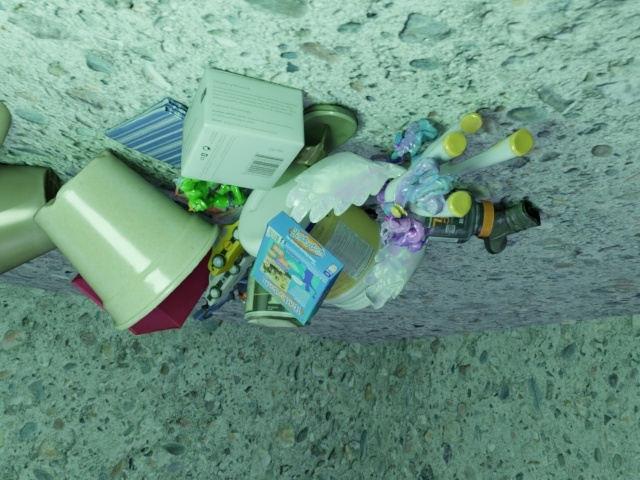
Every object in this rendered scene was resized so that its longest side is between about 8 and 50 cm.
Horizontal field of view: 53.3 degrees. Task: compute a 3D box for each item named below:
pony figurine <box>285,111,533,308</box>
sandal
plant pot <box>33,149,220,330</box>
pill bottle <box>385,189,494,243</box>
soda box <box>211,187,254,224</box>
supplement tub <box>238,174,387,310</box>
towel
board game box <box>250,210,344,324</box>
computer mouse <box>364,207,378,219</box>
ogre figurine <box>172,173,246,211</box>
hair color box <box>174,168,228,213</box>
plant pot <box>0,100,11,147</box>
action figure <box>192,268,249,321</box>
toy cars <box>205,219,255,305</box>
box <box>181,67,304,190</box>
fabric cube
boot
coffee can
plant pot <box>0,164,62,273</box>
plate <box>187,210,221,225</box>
[{"bbox_3d":[0.164,-0.087,1.189,0.303,0.351,0.363,52,156,-9],"label":"pony figurine"},{"bbox_3d":[-0.030,-0.167,1.271,0.120,0.086,0.302,15,146,-33],"label":"sandal"},{"bbox_3d":[-0.452,-0.021,1.438,0.305,0.334,0.333,47,146,-17],"label":"plant pot"},{"bbox_3d":[0.285,-0.061,1.527,0.245,0.131,0.130,4,163,-2],"label":"pill bottle"},{"bbox_3d":[-0.212,-0.091,1.642,0.058,0.063,0.183,15,160,-35],"label":"soda box"},{"bbox_3d":[0.000,0.000,1.475,0.241,0.241,0.331,-12,141,42],"label":"supplement tub"},{"bbox_3d":[-0.254,-0.198,1.363,0.243,0.040,0.335,-10,157,44],"label":"towel"},{"bbox_3d":[-0.052,0.059,1.251,0.160,0.047,0.210,42,147,10],"label":"board game box"},{"bbox_3d":[0.005,-0.068,1.693,0.261,0.060,0.184,2,165,-27],"label":"computer mouse"},{"bbox_3d":[-0.245,-0.118,1.415,0.118,0.097,0.197,-14,176,7],"label":"ogre figurine"},{"bbox_3d":[-0.285,-0.120,1.546,0.043,0.072,0.141,-5,160,31],"label":"hair color box"},{"bbox_3d":[-0.766,-0.186,1.227,0.283,0.191,0.284,3,163,1],"label":"plant pot"},{"bbox_3d":[-0.299,0.127,2.149,0.341,0.179,0.330,-38,150,0],"label":"action figure"},{"bbox_3d":[-0.241,0.039,1.666,0.087,0.176,0.394,44,153,11],"label":"toy cars"},{"bbox_3d":[-0.143,-0.192,1.148,0.181,0.119,0.181,8,153,-23],"label":"box"},{"bbox_3d":[-0.475,0.080,1.778,0.259,0.258,0.254,-14,127,43],"label":"fabric cube"},{"bbox_3d":[0.505,-0.031,1.679,0.161,0.084,0.246,-12,159,26],"label":"boot"},{"bbox_3d":[-0.119,0.109,1.914,0.201,0.276,0.201,3,164,1],"label":"coffee can"},{"bbox_3d":[-0.772,-0.056,1.529,0.280,0.324,0.323,-11,164,-5],"label":"plant pot"},{"bbox_3d":[-0.400,-0.016,1.959,0.277,0.045,0.278,-6,161,30],"label":"plate"}]
